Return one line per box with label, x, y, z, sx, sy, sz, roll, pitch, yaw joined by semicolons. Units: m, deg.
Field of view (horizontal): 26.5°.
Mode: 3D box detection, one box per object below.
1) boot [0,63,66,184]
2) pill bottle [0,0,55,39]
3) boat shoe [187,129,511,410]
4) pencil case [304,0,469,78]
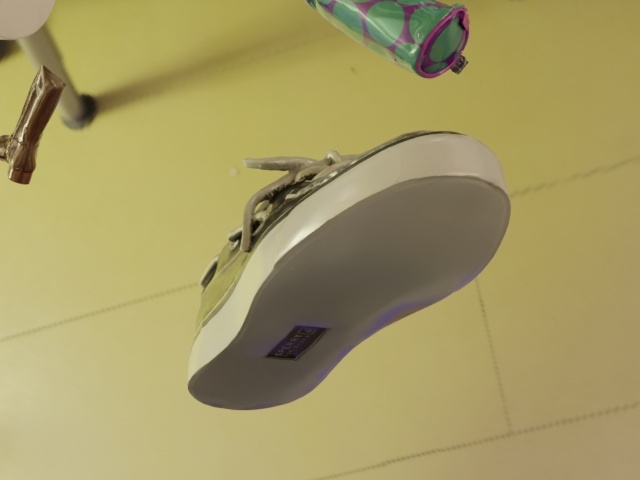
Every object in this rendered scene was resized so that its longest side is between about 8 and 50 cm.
boot;-0.282;-0.123;1.323;0.106;0.037;0.114;45;120;54
pill bottle;-0.419;-0.286;1.460;0.265;0.153;0.153;10;79;32
boat shoe;0.004;0.001;0.774;0.113;0.306;0.105;6;63;-19
pencil case;0.055;-0.190;1.115;0.070;0.064;0.152;-42;54;-15
